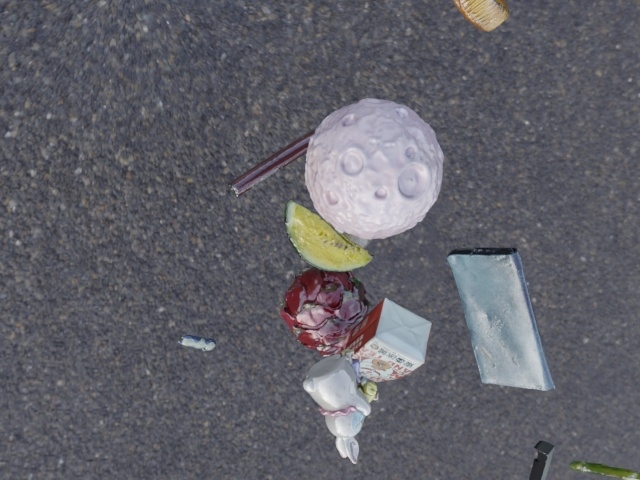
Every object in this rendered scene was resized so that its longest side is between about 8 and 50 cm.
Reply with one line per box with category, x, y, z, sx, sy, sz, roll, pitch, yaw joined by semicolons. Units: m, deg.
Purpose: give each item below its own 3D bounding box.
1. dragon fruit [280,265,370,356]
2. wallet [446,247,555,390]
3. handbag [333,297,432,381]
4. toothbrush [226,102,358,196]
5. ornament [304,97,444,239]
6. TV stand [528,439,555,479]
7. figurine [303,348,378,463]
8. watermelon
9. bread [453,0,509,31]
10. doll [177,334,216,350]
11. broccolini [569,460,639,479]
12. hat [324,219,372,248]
dragon fruit;0.023;0.239;1.924;0.330;0.329;0.329;-8;118;-15
wallet;0.440;0.191;1.346;0.046;0.191;0.378;-33;110;-42
handbag;0.168;0.318;1.567;0.171;0.151;0.298;29;135;-7
toothbrush;-0.045;-0.204;1.200;0.364;0.041;0.040;-35;122;-16
ornament;0.102;-0.129;1.005;0.260;0.225;0.259;-10;112;-26
TV stand;0.477;0.573;1.240;0.049;0.040;0.256;-14;117;-48
figurine;0.064;0.399;1.329;0.155;0.127;0.235;-34;105;-41
watermelon;0.000;0.000;1.552;0.301;0.123;0.129;35;113;-19
bread;0.446;-0.686;1.566;0.199;0.199;0.104;32;127;-29
doll;-0.323;0.269;1.450;0.037;0.027;0.125;-48;144;14
broccolini;0.547;0.392;0.910;0.058;0.254;0.071;21;73;-30
hat;0.084;-0.024;1.684;0.166;0.173;0.144;24;83;1
